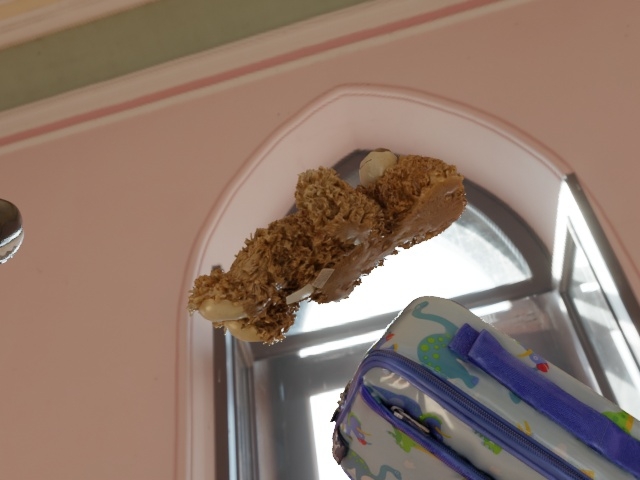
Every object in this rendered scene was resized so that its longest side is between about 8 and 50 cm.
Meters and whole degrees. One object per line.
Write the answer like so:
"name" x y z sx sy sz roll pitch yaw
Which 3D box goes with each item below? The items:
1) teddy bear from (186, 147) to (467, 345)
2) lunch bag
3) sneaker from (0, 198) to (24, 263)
"teddy bear" 0.000 0.000 0.705 0.338 0.113 0.245 -41 -31 14
"lunch bag" 0.116 0.147 0.407 0.219 0.090 0.176 34 -39 15
"sneaker" -0.366 -0.036 0.550 0.107 0.283 0.124 12 -79 8
